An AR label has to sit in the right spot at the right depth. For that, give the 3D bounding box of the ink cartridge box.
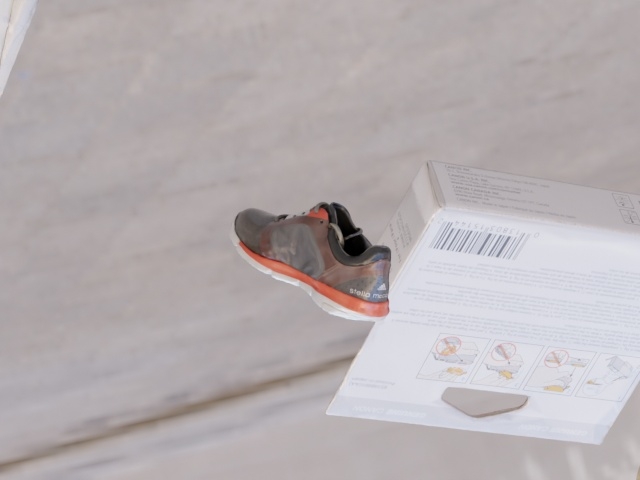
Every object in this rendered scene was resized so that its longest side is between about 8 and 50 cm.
[{"bbox_3d":[0.176,0.061,1.740,0.296,0.066,0.261,9,131,-24],"label":"ink cartridge box"}]

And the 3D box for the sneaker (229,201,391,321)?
[{"bbox_3d":[0.000,0.000,1.335,0.061,0.065,0.158,1,-159,-43],"label":"sneaker"}]

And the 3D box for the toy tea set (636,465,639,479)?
[{"bbox_3d":[0.341,0.297,1.441,0.200,0.336,0.124,-4,-171,-12],"label":"toy tea set"}]

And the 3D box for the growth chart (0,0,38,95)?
[{"bbox_3d":[-0.199,-0.119,0.873,0.172,0.237,0.021,23,-166,-25],"label":"growth chart"}]
